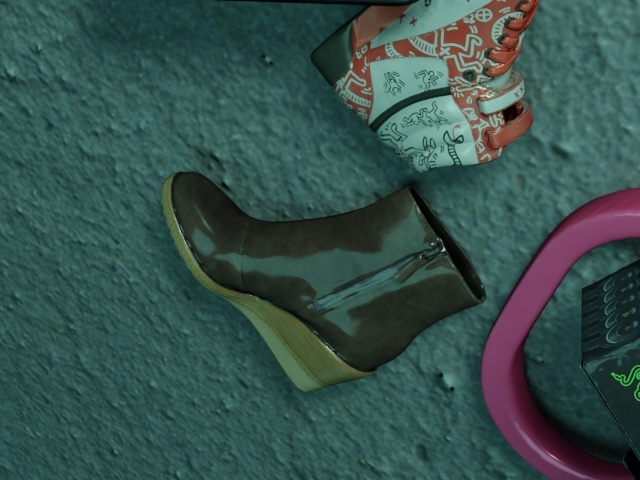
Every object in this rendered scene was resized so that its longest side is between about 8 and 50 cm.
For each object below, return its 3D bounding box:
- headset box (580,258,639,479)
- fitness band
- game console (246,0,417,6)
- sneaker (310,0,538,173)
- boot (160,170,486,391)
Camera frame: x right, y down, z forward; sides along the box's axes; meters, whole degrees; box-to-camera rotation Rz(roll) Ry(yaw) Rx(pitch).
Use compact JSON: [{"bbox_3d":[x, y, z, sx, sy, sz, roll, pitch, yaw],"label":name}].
[{"bbox_3d":[0.337,0.098,0.775,0.283,0.131,0.246,-29,102,21],"label":"headset box"},{"bbox_3d":[0.244,0.090,0.932,0.209,0.054,0.291,32,130,10],"label":"fitness band"},{"bbox_3d":[-0.062,-0.306,0.768,0.293,0.173,0.250,7,147,27],"label":"game console"},{"bbox_3d":[0.122,-0.147,0.829,0.145,0.090,0.270,50,135,-7],"label":"sneaker"},{"bbox_3d":[0.000,0.000,1.021,0.207,0.090,0.248,-34,97,29],"label":"boot"}]
